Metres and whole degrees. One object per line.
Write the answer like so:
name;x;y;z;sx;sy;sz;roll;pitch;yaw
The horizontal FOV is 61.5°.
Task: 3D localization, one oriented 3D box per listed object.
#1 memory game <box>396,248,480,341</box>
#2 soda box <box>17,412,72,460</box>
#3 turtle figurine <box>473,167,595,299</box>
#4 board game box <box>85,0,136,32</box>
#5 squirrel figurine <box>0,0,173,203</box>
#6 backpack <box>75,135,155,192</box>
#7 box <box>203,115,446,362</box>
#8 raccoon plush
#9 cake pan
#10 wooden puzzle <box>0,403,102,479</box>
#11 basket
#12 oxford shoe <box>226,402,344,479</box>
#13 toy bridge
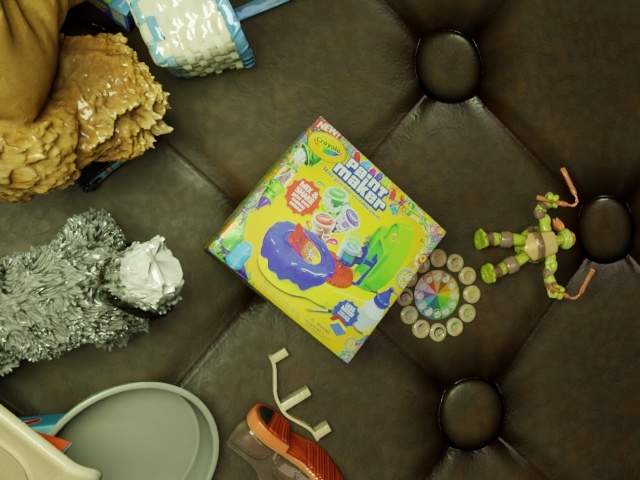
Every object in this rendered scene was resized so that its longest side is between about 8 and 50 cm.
memory game;0.236;0.109;1.076;0.186;0.012;0.186;0;90;-14
soda box;-0.504;0.328;0.859;0.209;0.067;0.071;-1;90;-14
turtle figurine;0.425;-0.001;1.086;0.217;0.087;0.270;-10;101;-7
board game box;-0.332;-0.568;0.900;0.233;0.078;0.347;31;83;-12
squirrel figurine;-0.368;-0.262;0.665;0.280;0.371;0.397;-10;128;21
backpack;-0.348;-0.187;0.860;0.117;0.158;0.173;45;66;8
box;0.000;0.000;0.933;0.290;0.177;0.279;40;80;-11
raccoon plush;-0.396;0.071;0.712;0.299;0.446;0.216;-20;83;-32
cake pan;-0.311;0.357;0.871;0.293;0.054;0.294;-8;107;-29
wooden puzzle;-0.493;0.289;0.726;0.347;0.080;0.322;38;114;-6
basket;-0.147;-0.383;0.857;0.288;0.255;0.201;-21;100;-3
oxford shoe;-0.050;0.414;0.974;0.098;0.097;0.271;-44;96;10
toy bridge;-0.048;0.292;0.996;0.063;0.026;0.188;-29;97;-10
